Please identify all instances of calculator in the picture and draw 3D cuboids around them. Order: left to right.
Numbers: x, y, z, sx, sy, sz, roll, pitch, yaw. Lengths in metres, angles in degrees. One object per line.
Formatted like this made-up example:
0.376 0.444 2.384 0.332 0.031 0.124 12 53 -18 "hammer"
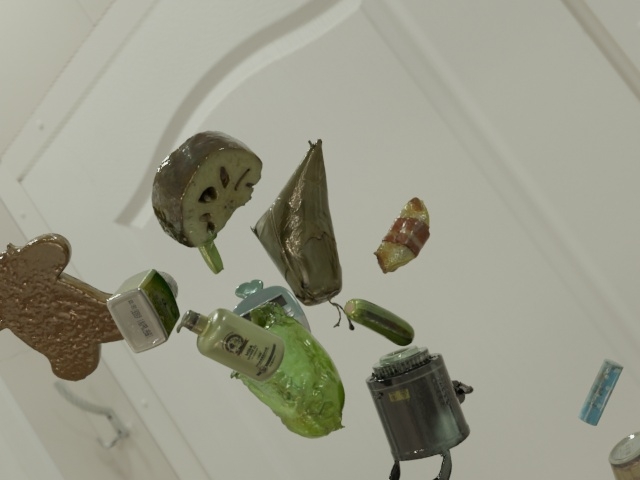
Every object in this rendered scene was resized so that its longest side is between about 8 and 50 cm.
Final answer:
-0.135 0.220 1.853 0.186 0.299 0.041 -30 -35 -10 "calculator"

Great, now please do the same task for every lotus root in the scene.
-0.221 -0.108 1.319 0.235 0.138 0.119 -51 38 -9 "lotus root"

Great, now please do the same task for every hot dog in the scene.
0.243 -0.002 1.962 0.123 0.093 0.261 11 61 52 "hot dog"

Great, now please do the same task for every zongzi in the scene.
0.000 0.000 1.956 0.182 0.447 0.418 -5 -42 -40 "zongzi"

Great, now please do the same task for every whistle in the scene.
-0.352 -0.043 1.888 0.141 0.294 0.141 -7 24 3 "whistle"

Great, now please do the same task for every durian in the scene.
-0.077 0.309 1.585 0.204 0.340 0.256 -48 -8 15 "durian"

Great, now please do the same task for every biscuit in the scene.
-0.689 0.167 1.811 0.368 0.394 0.076 -44 27 16 "biscuit"

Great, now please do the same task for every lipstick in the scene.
0.668 0.361 1.656 0.157 0.048 0.048 -69 -13 9 "lipstick"

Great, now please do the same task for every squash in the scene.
0.146 0.195 1.655 0.066 0.066 0.229 -38 -47 27 "squash"

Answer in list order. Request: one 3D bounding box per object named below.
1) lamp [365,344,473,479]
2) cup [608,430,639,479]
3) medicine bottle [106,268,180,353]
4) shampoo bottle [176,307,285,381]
0.229 0.402 1.705 0.205 0.272 0.374 -23 14 36 "lamp"
0.941 0.653 1.934 0.227 0.257 0.301 -38 -4 18 "cup"
-0.361 0.135 1.457 0.088 0.132 0.188 -24 15 8 "medicine bottle"
-0.138 0.151 1.059 0.079 0.162 0.079 -46 25 29 "shampoo bottle"
